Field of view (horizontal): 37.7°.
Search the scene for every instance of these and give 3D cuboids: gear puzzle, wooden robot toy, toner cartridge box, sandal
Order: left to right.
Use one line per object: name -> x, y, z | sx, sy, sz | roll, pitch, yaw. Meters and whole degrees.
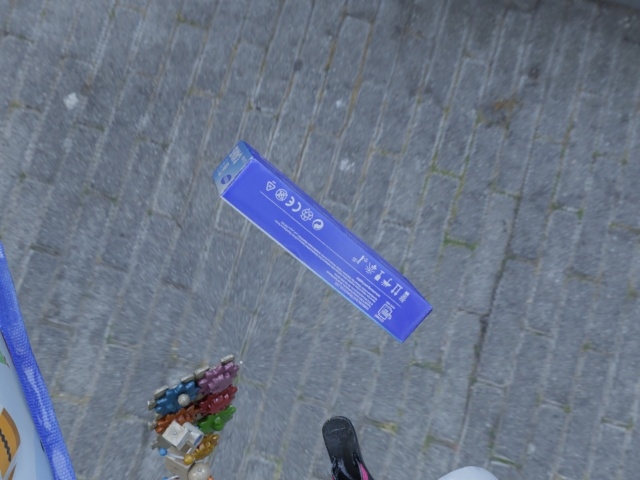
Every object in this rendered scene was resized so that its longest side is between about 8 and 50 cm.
wooden robot toy -> -0.186, 0.326, 1.392 | 0.079, 0.173, 0.076 | 30, 53, 18
gear puzzle -> -0.230, 0.342, 1.742 | 0.175, 0.339, 0.044 | -24, 59, -23
toner cartridge box -> 0.000, 0.000, 1.375 | 0.348, 0.165, 0.075 | 40, 93, -17
sandal -> 0.044, 0.351, 1.392 | 0.067, 0.040, 0.179 | -22, 87, 16

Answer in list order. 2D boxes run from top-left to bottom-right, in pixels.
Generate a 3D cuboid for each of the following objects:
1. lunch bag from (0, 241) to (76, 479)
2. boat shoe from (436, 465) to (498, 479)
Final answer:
lunch bag -> -0.294, 0.166, 0.454 | 0.327, 0.239, 0.386 | -25, 65, -2
boat shoe -> 0.163, 0.296, 0.860 | 0.095, 0.258, 0.084 | -38, 44, -3
